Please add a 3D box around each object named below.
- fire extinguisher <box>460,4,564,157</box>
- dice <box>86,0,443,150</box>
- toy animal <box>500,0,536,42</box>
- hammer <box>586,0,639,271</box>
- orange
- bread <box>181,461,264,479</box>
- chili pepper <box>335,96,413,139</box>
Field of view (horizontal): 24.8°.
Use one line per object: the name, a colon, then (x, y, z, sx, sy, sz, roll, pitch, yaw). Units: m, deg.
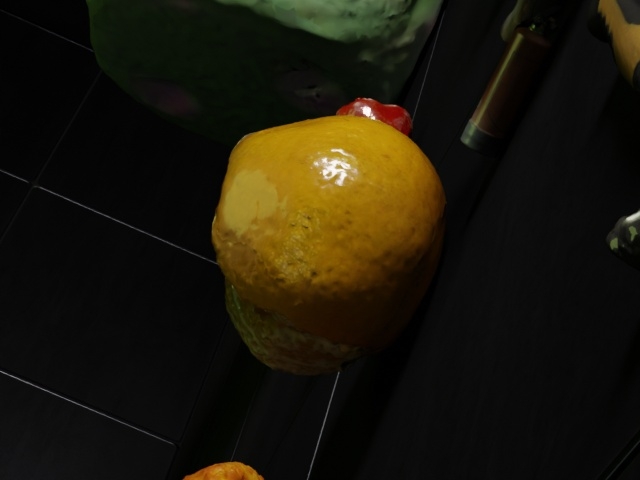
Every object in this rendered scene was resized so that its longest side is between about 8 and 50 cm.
fire extinguisher: (0.100, -0.084, 0.747, 0.028, 0.022, 0.083, -9, -51, -58)
dice: (-0.037, -0.287, 1.482, 0.318, 0.330, 0.322, 112, 179, -67)
toy animal: (0.128, -0.233, 0.792, 0.170, 0.089, 0.255, 142, 149, -73)
hammer: (0.112, -0.061, 0.480, 0.201, 0.021, 0.078, -79, 14, -67)
orange: (0.000, 0.000, 0.814, 0.157, 0.134, 0.156, -55, -3, -4)
bread: (-0.077, 0.241, 0.720, 0.139, 0.095, 0.269, 95, -167, -80)
chili pepper: (0.031, -0.051, 1.117, 0.070, 0.073, 0.123, 0, 60, 38)
